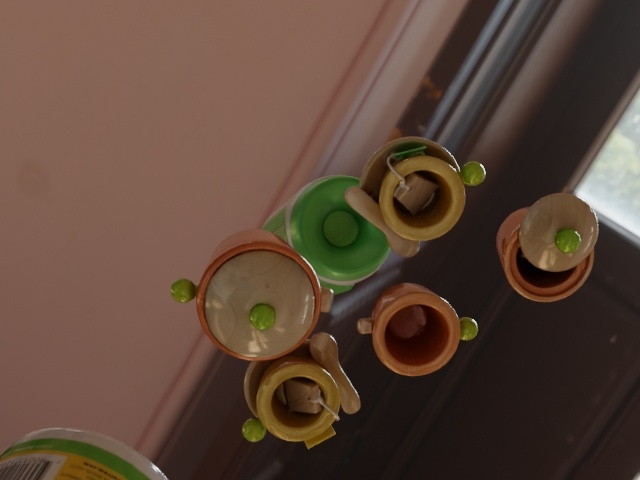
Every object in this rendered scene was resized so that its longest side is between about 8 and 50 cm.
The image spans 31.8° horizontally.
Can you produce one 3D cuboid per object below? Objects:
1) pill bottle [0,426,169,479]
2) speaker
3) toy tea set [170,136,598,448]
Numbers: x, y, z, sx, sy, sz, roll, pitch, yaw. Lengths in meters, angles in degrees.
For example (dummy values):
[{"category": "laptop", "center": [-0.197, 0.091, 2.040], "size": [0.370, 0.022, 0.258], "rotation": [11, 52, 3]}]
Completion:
[{"category": "pill bottle", "center": [-0.177, 0.233, 0.632], "size": [0.136, 0.136, 0.246], "rotation": [29, 34, -3]}, {"category": "speaker", "center": [0.000, 0.000, 1.364], "size": [0.131, 0.131, 0.296], "rotation": [28, -11, -7]}, {"category": "toy tea set", "center": [0.057, 0.038, 0.885], "size": [0.200, 0.336, 0.124], "rotation": [59, 2, -17]}]
